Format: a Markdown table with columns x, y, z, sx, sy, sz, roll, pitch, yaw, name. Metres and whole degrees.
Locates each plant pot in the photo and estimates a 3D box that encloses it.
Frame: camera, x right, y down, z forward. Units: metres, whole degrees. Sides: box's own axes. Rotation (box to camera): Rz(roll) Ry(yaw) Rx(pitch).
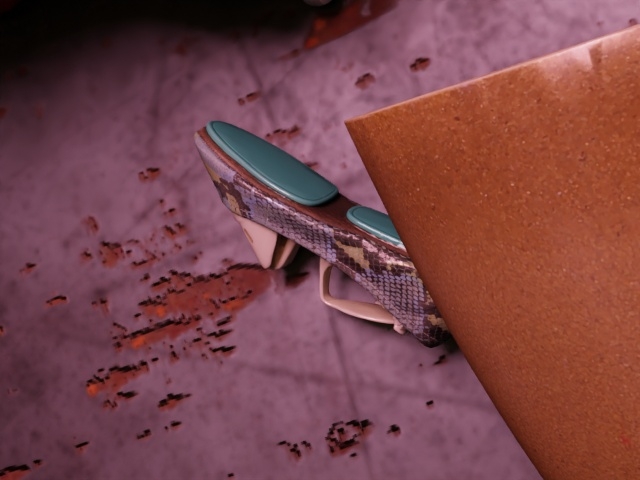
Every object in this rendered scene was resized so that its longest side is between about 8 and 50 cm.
| x | y | z | sx | sy | sz | roll | pitch | yaw | name |
| --- | --- | --- | --- | --- | --- | --- | --- | --- | --- |
| 0.160 | 0.030 | 0.432 | 0.237 | 0.237 | 0.254 | -16 | 97 | 14 | plant pot |

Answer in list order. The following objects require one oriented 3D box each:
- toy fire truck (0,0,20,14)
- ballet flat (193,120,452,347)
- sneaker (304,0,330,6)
| x | y | z | sx | sy | sz | roll | pitch | yaw | name |
| --- | --- | --- | --- | --- | --- | --- | --- | --- | --- |
| -0.276 | -0.232 | 0.596 | 0.302 | 0.169 | 0.254 | -44 | 95 | 10 | toy fire truck |
| 0.000 | 0.000 | 0.546 | 0.188 | 0.070 | 0.070 | 30 | 95 | 19 | ballet flat |
| 0.027 | -0.203 | 0.554 | 0.061 | 0.054 | 0.152 | 20 | 92 | 13 | sneaker |
